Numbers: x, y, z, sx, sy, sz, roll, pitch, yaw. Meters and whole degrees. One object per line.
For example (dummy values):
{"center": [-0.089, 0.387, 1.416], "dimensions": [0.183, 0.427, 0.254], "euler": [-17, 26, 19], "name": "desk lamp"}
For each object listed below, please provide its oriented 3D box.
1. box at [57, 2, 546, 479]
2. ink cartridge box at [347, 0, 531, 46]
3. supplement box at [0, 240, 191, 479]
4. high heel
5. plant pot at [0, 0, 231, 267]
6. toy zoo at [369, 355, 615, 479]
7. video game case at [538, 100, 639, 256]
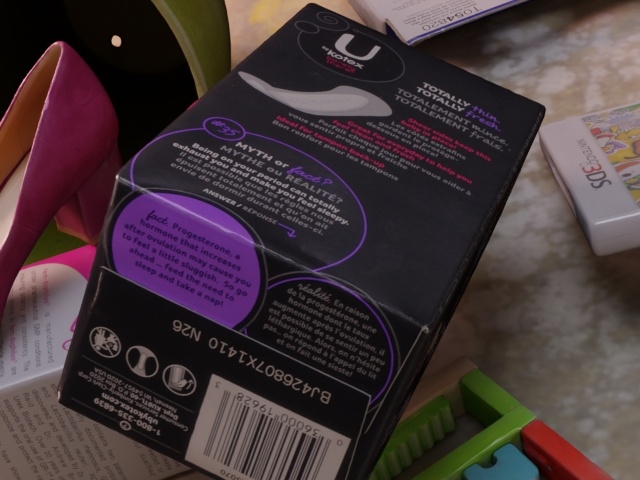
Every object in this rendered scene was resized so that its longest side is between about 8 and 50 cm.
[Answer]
{"center": [0.000, 0.000, 0.742], "dimensions": [0.165, 0.143, 0.270], "euler": [26, 33, 7], "name": "box"}
{"center": [0.136, -0.229, 1.133], "dimensions": [0.223, 0.045, 0.224], "euler": [-20, 37, -5], "name": "ink cartridge box"}
{"center": [-0.193, 0.097, 0.816], "dimensions": [0.220, 0.114, 0.111], "euler": [-19, 37, 1], "name": "supplement box"}
{"center": [-0.202, -0.005, 0.758], "dimensions": [0.082, 0.117, 0.244], "euler": [22, 51, 41], "name": "high heel"}
{"center": [-0.175, -0.141, 1.014], "dimensions": [0.274, 0.275, 0.293], "euler": [-6, 23, 15], "name": "plant pot"}
{"center": [0.084, 0.186, 0.662], "dimensions": [0.192, 0.030, 0.293], "euler": [-32, 40, -17], "name": "toy zoo"}
{"center": [0.261, -0.062, 0.848], "dimensions": [0.227, 0.026, 0.206], "euler": [-14, 20, 5], "name": "video game case"}
